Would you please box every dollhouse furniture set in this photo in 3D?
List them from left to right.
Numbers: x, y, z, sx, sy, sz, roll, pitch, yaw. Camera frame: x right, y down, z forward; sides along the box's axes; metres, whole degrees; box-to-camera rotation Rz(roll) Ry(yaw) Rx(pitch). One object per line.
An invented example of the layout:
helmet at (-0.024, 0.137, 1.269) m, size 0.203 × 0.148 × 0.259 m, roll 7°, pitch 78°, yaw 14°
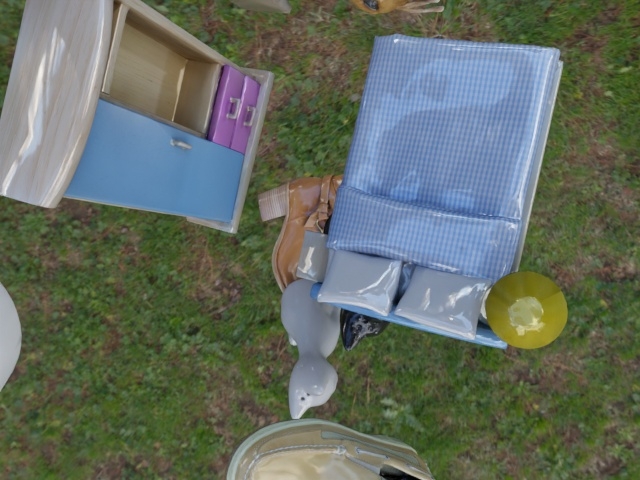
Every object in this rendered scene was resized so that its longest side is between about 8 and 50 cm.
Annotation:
dollhouse furniture set at (0.016, -0.098, 0.341) m, size 0.303 × 0.198 × 0.286 m, roll 14°, pitch 92°, yaw 21°

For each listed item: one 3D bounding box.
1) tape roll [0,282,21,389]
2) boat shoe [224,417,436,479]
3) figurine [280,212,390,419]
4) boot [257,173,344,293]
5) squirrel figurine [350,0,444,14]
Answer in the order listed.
tape roll at (-0.525, 0.127, 0.678) m, size 0.286 × 0.100 × 0.286 m, roll -3°, pitch 113°, yaw -6°
boat shoe at (0.023, 0.178, 0.424) m, size 0.190 × 0.072 × 0.068 m, roll 15°, pitch 93°, yaw -37°
figurine at (0.017, 0.094, 0.714) m, size 0.092 × 0.209 × 0.215 m, roll 24°, pitch 119°, yaw -15°
boot at (0.000, 0.000, 0.850) m, size 0.152 × 0.073 × 0.197 m, roll -13°, pitch 98°, yaw 8°
squirrel figurine at (0.151, -0.458, 0.642) m, size 0.281 × 0.397 × 0.370 m, roll 11°, pitch 160°, yaw -31°
